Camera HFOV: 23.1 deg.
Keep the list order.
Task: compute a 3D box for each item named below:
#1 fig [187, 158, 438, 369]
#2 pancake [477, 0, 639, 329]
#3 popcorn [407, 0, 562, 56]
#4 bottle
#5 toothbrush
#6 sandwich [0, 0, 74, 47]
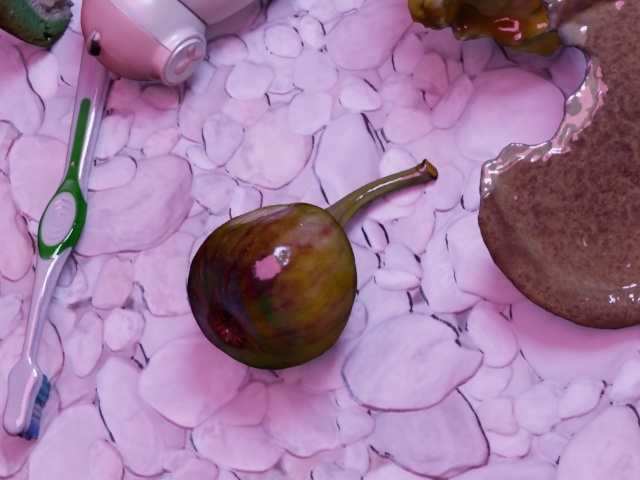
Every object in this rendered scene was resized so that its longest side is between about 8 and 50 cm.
[{"bbox_3d":[0.000,0.000,1.313,0.149,0.149,0.245,34,58,22],"label":"fig"},{"bbox_3d":[0.248,-0.078,1.242,0.288,0.033,0.286,-31,100,-1],"label":"pancake"},{"bbox_3d":[0.160,-0.261,1.294,0.204,0.221,0.184,-37,44,44],"label":"popcorn"},{"bbox_3d":[-0.123,-0.244,1.411,0.147,0.147,0.236,40,92,23],"label":"bottle"},{"bbox_3d":[-0.231,-0.027,1.412,0.042,0.040,0.418,2,72,17],"label":"toothbrush"},{"bbox_3d":[-0.273,-0.278,1.436,0.109,0.185,0.160,34,85,15],"label":"sandwich"}]
